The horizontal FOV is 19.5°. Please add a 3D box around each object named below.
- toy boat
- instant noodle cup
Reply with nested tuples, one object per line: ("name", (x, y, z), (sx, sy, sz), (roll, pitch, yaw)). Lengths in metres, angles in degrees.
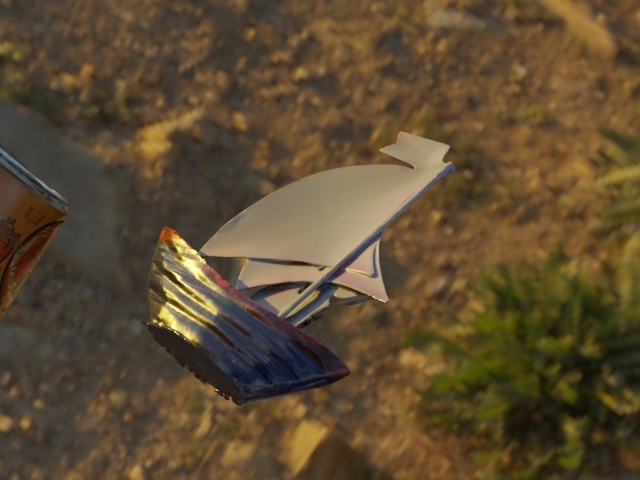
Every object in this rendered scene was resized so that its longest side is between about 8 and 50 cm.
("toy boat", (-0.029, 0.002, 1.586), (0.219, 0.072, 0.318), (12, 54, 20))
("instant noodle cup", (-0.303, -0.011, 1.397), (0.216, 0.172, 0.216), (39, -2, 1))
